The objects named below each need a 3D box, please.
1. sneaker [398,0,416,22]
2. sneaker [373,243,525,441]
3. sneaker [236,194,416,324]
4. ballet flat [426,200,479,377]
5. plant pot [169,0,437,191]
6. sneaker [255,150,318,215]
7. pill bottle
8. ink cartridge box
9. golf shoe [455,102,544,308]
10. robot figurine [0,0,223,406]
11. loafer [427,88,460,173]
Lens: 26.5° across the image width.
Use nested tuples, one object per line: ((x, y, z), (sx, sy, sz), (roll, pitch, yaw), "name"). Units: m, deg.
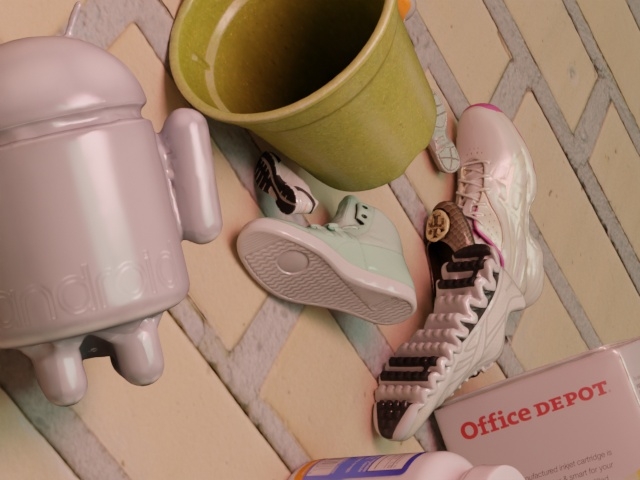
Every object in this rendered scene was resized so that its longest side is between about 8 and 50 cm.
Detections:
((0.085, -0.358, 1.708), (0.099, 0.121, 0.262), (49, 10, -32), "sneaker")
((0.174, 0.147, 1.762), (0.118, 0.110, 0.292), (45, 67, -28), "sneaker")
((0.000, 0.000, 1.652), (0.256, 0.094, 0.151), (24, 40, -33), "sneaker")
((0.175, 0.070, 1.864), (0.058, 0.084, 0.249), (-4, 88, -28), "ballet flat")
((0.008, -0.193, 1.580), (0.254, 0.276, 0.276), (45, 48, -52), "plant pot")
((-0.041, -0.064, 1.603), (0.044, 0.040, 0.109), (7, 37, -39), "sneaker")
((0.097, 0.316, 1.530), (0.152, 0.272, 0.152), (16, 70, -50), "pill bottle")
((0.358, 0.347, 1.794), (0.160, 0.279, 0.384), (-7, 76, -60), "ink cartridge box")
((0.238, -0.045, 1.937), (0.140, 0.115, 0.306), (-9, 87, -49), "golf shoe")
((-0.237, -0.033, 1.241), (0.300, 0.200, 0.353), (-15, 94, -18), "robot figurine")
((0.160, -0.153, 1.927), (0.045, 0.039, 0.125), (-21, 97, -19), "loafer")
